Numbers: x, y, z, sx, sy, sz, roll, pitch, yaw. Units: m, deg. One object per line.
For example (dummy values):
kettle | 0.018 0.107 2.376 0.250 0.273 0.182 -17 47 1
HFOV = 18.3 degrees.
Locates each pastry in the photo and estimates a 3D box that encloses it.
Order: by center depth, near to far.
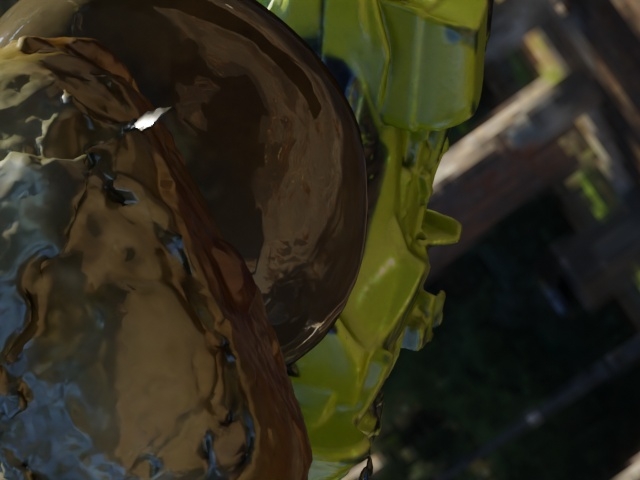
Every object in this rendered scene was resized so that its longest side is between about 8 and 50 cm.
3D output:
pastry | -0.056 0.021 0.512 0.153 0.081 0.153 61 176 7

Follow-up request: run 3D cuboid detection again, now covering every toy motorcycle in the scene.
toy motorcycle | -0.002 -0.001 1.038 0.142 0.342 0.206 15 -157 13

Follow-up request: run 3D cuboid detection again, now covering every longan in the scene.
longan | -0.066 -0.024 0.816 0.187 0.167 0.167 48 -179 33
